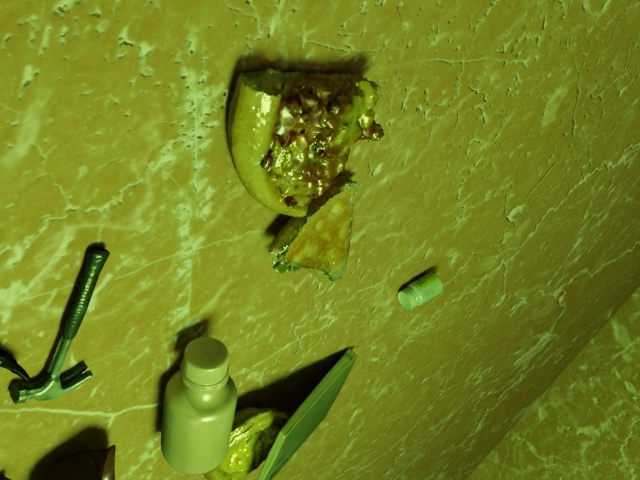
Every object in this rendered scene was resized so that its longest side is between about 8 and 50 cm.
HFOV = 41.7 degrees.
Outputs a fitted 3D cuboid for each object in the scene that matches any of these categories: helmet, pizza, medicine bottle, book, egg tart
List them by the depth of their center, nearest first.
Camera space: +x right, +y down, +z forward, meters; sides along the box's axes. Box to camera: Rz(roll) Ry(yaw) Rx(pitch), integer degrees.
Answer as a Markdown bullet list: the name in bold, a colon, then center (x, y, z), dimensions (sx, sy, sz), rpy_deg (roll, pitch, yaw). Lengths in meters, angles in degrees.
- **pizza**: center (-0.006, -0.137, 1.094), dimensions (0.229, 0.081, 0.289), rpy_deg (-36, 148, -13)
- **helmet**: center (-0.366, 0.387, 1.266), dimensions (0.106, 0.155, 0.175), rpy_deg (3, 157, -2)
- **pizza**: center (0.000, 0.000, 1.297), dimensions (0.185, 0.052, 0.195), rpy_deg (-44, 146, -16)
- **medicine bottle**: center (-0.189, 0.256, 1.317), dimensions (0.114, 0.114, 0.252), rpy_deg (-22, 143, -33)
- **egg tart**: center (-0.145, 0.365, 1.539), dimensions (0.191, 0.074, 0.191), rpy_deg (-32, 149, -22)
- **book**: center (-0.032, 0.353, 1.611), dimensions (0.283, 0.025, 0.215), rpy_deg (-40, 158, -53)
- **medicine bottle**: center (0.196, 0.100, 1.651), dimensions (0.083, 0.047, 0.047), rpy_deg (-27, 145, -27)

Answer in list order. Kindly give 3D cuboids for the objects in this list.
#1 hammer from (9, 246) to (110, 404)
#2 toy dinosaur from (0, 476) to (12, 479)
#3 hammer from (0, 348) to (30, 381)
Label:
- **hammer**: center (-0.314, 0.109, 1.079), dimensions (0.103, 0.029, 0.246), rpy_deg (-1, 127, -49)
- **toy dinosaur**: center (-0.436, 0.434, 1.202), dimensions (0.087, 0.187, 0.179), rpy_deg (-30, 120, -20)
- **hammer**: center (-0.480, 0.312, 1.062), dimensions (0.152, 0.044, 0.427), rpy_deg (-5, 123, -50)
